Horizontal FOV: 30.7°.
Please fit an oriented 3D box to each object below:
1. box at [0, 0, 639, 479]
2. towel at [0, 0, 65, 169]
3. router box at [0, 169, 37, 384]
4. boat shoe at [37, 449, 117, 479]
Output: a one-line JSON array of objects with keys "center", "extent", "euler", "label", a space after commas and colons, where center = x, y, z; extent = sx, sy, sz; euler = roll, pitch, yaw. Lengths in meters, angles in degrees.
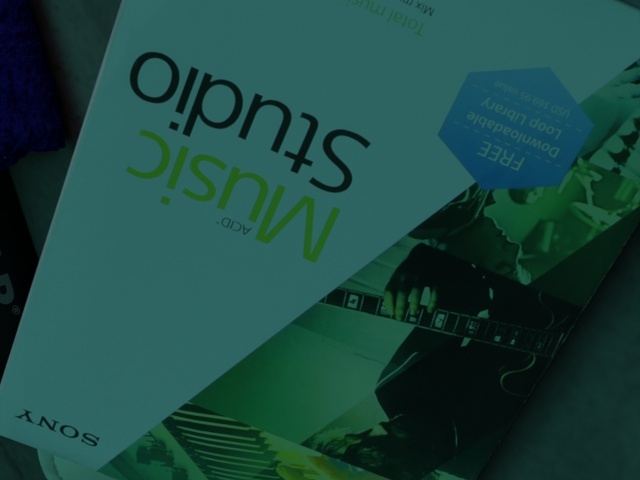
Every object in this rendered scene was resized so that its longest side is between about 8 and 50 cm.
[{"center": [0.000, 0.000, 0.525], "extent": [0.232, 0.058, 0.322], "euler": [22, 121, -5], "label": "box"}, {"center": [-0.287, -0.171, 0.648], "extent": [0.076, 0.227, 0.308], "euler": [-6, 102, 66], "label": "towel"}, {"center": [-0.316, -0.006, 0.804], "extent": [0.243, 0.081, 0.309], "euler": [-16, 94, 38], "label": "router box"}, {"center": [-0.088, 0.024, 0.659], "extent": [0.099, 0.116, 0.319], "euler": [-101, 25, -50], "label": "boat shoe"}]
